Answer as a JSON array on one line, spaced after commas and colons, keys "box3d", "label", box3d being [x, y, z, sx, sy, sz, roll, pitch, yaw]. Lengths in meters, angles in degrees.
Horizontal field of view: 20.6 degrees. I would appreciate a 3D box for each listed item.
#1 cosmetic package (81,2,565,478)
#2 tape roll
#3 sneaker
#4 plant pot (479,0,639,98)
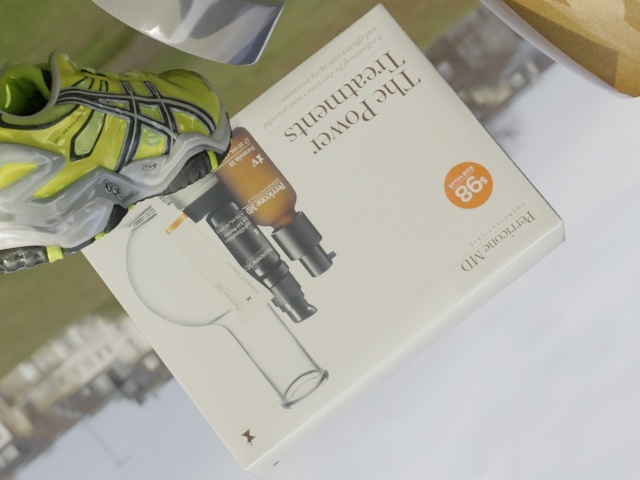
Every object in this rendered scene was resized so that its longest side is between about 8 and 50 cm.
[{"box3d": [0.000, 0.000, 1.688, 0.377, 0.284, 0.097, -38, 167, -1], "label": "cosmetic package"}, {"box3d": [-0.148, -0.268, 1.854, 0.072, 0.219, 0.219, -62, 177, 20], "label": "tape roll"}, {"box3d": [-0.191, -0.097, 1.486, 0.145, 0.147, 0.384, -12, -165, 24], "label": "sneaker"}, {"box3d": [0.253, -0.298, 1.833, 0.237, 0.254, 0.237, -41, -141, 46], "label": "plant pot"}]
